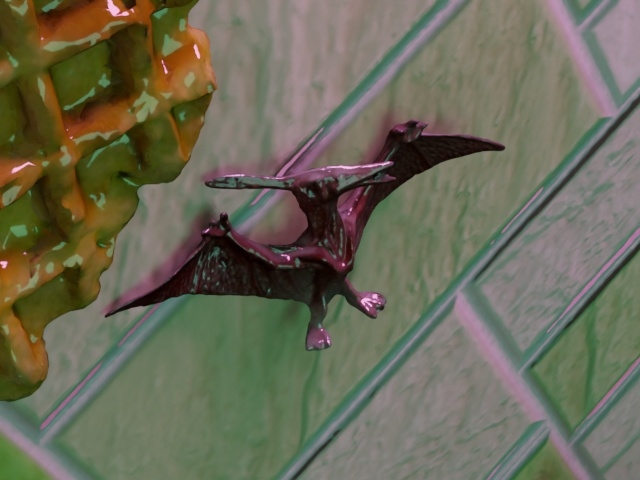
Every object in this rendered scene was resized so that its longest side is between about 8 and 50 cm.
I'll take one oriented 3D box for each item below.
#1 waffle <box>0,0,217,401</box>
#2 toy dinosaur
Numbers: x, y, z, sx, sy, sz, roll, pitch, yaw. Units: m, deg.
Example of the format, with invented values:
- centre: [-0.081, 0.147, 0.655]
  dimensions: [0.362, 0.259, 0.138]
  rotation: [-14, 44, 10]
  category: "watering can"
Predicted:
- centre: [-0.165, -0.055, 0.655]
  dimensions: [0.312, 0.060, 0.307]
  rotation: [0, 116, -46]
  category: "waffle"
- centre: [-0.001, 0.000, 0.875]
  dimensions: [0.220, 0.032, 0.108]
  rotation: [-27, 136, -26]
  category: "toy dinosaur"
